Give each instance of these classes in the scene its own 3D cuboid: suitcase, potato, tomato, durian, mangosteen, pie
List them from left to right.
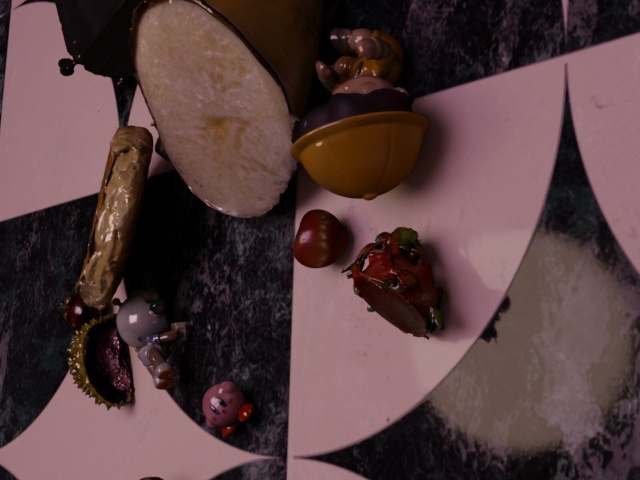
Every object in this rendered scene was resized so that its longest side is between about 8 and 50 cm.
[{"bbox_3d":[-0.429,0.128,2.092,0.081,0.081,0.080,-14,70,45],"label":"mangosteen"},{"bbox_3d":[-0.409,0.223,2.021,0.108,0.119,0.186,-29,62,35],"label":"durian"},{"bbox_3d":[-0.348,-0.040,1.941,0.339,0.083,0.339,-166,90,-82],"label":"pie"},{"bbox_3d":[-0.352,-0.471,2.102,0.335,0.152,0.229,-42,53,32],"label":"suitcase"},{"bbox_3d":[-0.086,-0.278,1.748,0.290,0.397,0.296,-1,35,41],"label":"potato"},{"bbox_3d":[0.000,0.000,1.658,0.075,0.087,0.087,18,90,3],"label":"tomato"}]

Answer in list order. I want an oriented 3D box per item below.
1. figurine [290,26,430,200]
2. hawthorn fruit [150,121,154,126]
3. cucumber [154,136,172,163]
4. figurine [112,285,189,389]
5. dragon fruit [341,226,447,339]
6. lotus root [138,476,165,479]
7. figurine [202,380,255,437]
[{"bbox_3d":[0.063,-0.175,1.575,0.192,0.167,0.256,-39,31,51],"label":"figurine"},{"bbox_3d":[-0.234,-0.261,1.967,0.285,0.165,0.165,160,116,-70],"label":"hawthorn fruit"},{"bbox_3d":[-0.224,-0.147,1.917,0.064,0.112,0.064,-23,57,40],"label":"cucumber"},{"bbox_3d":[-0.278,0.159,1.920,0.197,0.094,0.147,52,140,32],"label":"figurine"},{"bbox_3d":[0.100,0.048,1.509,0.138,0.142,0.175,106,177,-59],"label":"dragon fruit"},{"bbox_3d":[-0.293,0.469,1.838,0.221,0.118,0.125,-56,14,25],"label":"lotus root"},{"bbox_3d":[-0.148,0.256,1.766,0.083,0.071,0.067,-48,7,19],"label":"figurine"}]
